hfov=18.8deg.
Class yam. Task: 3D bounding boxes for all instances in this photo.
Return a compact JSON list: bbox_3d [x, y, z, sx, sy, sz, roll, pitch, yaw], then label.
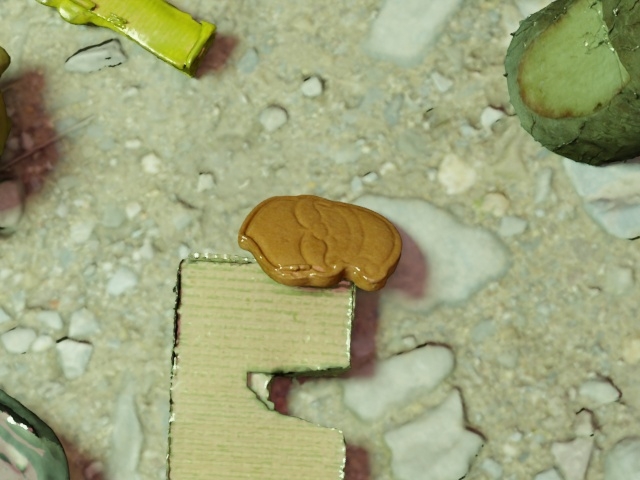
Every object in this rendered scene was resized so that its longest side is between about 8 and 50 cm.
[{"bbox_3d":[0.260,-0.152,1.508,0.154,0.254,0.154,7,73,-22],"label":"yam"}]

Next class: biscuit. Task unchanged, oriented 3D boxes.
[{"bbox_3d":[0.000,0.000,1.539,0.130,0.019,0.102,8,40,-1],"label":"biscuit"},{"bbox_3d":[-0.046,0.136,1.521,0.147,0.046,0.250,2,77,-2],"label":"biscuit"}]

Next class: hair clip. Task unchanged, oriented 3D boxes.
[{"bbox_3d":[-0.167,-0.199,1.594,0.173,0.046,0.072,28,76,4],"label":"hair clip"}]

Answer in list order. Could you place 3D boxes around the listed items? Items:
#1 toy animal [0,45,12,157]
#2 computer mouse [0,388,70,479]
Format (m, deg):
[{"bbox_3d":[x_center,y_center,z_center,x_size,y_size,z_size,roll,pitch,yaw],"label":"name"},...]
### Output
[{"bbox_3d":[-0.349,-0.057,1.505,0.281,0.169,0.195,-43,105,-9],"label":"toy animal"},{"bbox_3d":[-0.375,0.177,1.477,0.374,0.114,0.203,15,75,-4],"label":"computer mouse"}]
